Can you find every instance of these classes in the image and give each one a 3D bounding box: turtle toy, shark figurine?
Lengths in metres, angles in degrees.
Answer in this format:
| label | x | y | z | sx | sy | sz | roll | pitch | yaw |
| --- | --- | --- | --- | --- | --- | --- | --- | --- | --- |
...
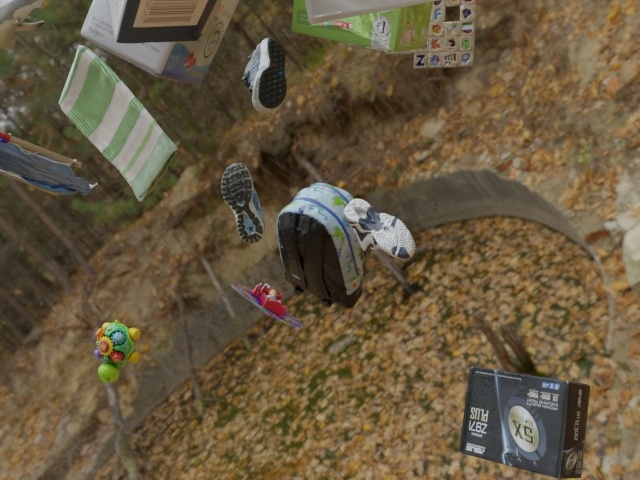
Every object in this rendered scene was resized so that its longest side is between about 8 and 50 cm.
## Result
| label | x | y | z | sx | sy | sz | roll | pitch | yaw |
| --- | --- | --- | --- | --- | --- | --- | --- | --- | --- |
| turtle toy | -0.428 | 0.229 | 1.445 | 0.095 | 0.130 | 0.066 | 6 | 5 | 26 |
| shark figurine | -0.599 | -0.466 | 1.353 | 0.278 | 0.116 | 0.166 | -24 | 9 | 30 |

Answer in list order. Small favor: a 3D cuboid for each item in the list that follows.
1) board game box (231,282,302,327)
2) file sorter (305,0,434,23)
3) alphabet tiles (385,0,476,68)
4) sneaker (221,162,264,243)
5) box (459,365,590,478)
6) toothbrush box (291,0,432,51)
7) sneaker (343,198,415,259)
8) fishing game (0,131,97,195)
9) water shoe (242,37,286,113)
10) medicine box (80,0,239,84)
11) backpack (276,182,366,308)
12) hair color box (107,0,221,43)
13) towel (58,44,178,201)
| label | x | y | z | sx | sy | sz | roll | pitch | yaw |
| --- | --- | --- | --- | --- | --- | --- | --- | --- | --- |
| board game box | -0.102 | 0.118 | 1.419 | 0.169 | 0.133 | 0.033 | 33 | 93 | 29 |
| file sorter | 0.123 | -0.395 | 0.863 | 0.278 | 0.192 | 0.173 | -5 | 19 | 19 |
| alphabet tiles | 0.289 | -0.555 | 1.846 | 0.237 | 0.198 | 0.009 | 3 | 3 | 21 |
| sneaker | -0.149 | -0.073 | 1.370 | 0.064 | 0.162 | 0.073 | -13 | 2 | 8 |
| box | 0.328 | 0.290 | 1.130 | 0.180 | 0.078 | 0.147 | 1 | 79 | 46 |
| toothbrush box | 0.079 | -0.467 | 1.132 | 0.206 | 0.283 | 0.122 | 19 | 27 | 28 |
| sneaker | 0.170 | -0.005 | 1.902 | 0.235 | 0.153 | 0.094 | 31 | 75 | 27 |
| fishing game | -0.414 | -0.114 | 1.004 | 0.264 | 0.189 | 0.041 | -16 | 55 | 66 |
| water shoe | -0.114 | -0.314 | 1.393 | 0.080 | 0.073 | 0.203 | -30 | 40 | 37 |
| medicine box | -0.245 | -0.436 | 1.205 | 0.289 | 0.149 | 0.263 | -63 | -1 | 11 |
| backpack | 0.000 | 0.000 | 2.135 | 0.290 | 0.355 | 0.273 | 22 | 65 | 33 |
| hair color box | -0.188 | -0.407 | 0.738 | 0.105 | 0.347 | 0.174 | -10 | -7 | -25 |
| towel | -0.484 | -0.271 | 1.644 | 0.038 | 0.324 | 0.248 | -38 | -2 | -41 |
